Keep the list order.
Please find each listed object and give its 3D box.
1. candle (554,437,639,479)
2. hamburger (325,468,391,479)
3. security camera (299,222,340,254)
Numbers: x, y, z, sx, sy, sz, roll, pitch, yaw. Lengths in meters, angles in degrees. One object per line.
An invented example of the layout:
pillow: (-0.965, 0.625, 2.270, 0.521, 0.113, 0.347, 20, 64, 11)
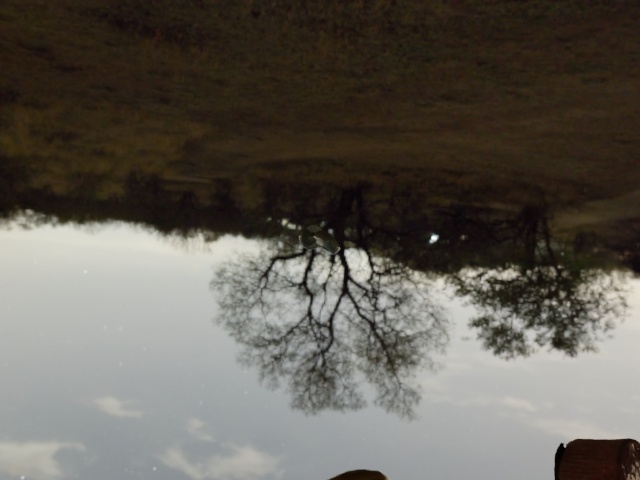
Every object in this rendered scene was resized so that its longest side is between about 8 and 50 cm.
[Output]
candle: (0.455, 0.479, 0.867, 0.131, 0.287, 0.317, -17, -163, 43)
hamburger: (0.052, 0.430, 0.892, 0.162, 0.162, 0.115, 3, -143, -24)
security camera: (0.000, 0.000, 1.134, 0.058, 0.058, 0.092, 3, -172, -24)
